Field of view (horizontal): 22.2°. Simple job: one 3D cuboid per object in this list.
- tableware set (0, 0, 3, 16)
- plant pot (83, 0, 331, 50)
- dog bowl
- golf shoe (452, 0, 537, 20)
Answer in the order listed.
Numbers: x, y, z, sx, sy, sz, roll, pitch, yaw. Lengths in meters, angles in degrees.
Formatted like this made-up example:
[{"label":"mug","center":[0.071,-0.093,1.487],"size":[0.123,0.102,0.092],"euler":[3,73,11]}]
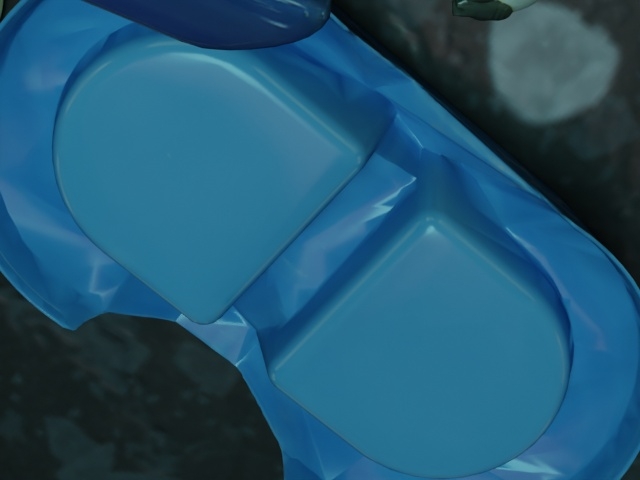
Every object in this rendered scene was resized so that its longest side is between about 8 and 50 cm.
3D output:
[{"label":"tableware set","center":[-0.216,-0.090,0.652],"size":[0.169,0.020,0.141],"euler":[29,113,-9]},{"label":"plant pot","center":[-0.058,-0.204,0.460],"size":[0.236,0.236,0.212],"euler":[20,123,-23]},{"label":"dog bowl","center":[0.000,0.000,0.648],"size":[0.297,0.074,0.166],"euler":[39,110,-12]},{"label":"golf shoe","center":[0.130,-0.184,0.544],"size":[0.120,0.105,0.272],"euler":[22,114,-11]}]
